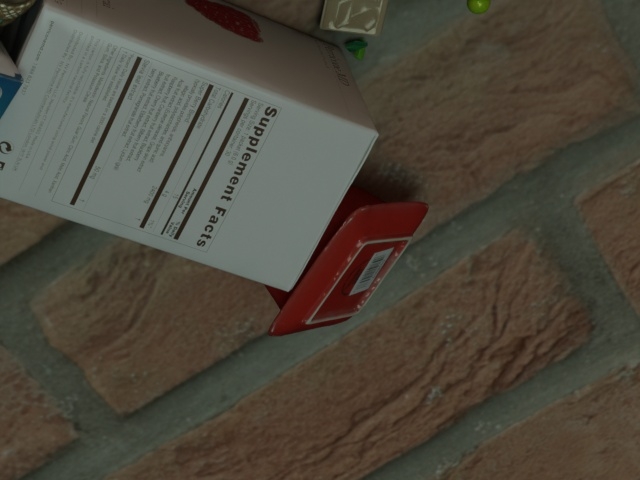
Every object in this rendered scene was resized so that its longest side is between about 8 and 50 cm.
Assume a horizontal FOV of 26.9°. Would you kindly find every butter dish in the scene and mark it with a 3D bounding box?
[{"bbox_3d":[0.000,0.000,1.286,0.160,0.118,0.160,-56,156,21],"label":"butter dish"}]

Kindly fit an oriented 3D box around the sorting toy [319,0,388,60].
[{"bbox_3d":[0.029,-0.204,1.216,0.062,0.012,0.083,3,118,-19],"label":"sorting toy"}]

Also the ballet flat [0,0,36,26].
[{"bbox_3d":[-0.251,-0.256,1.042,0.073,0.206,0.067,13,151,-24],"label":"ballet flat"}]

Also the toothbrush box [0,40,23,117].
[{"bbox_3d":[-0.390,-0.089,1.069,0.126,0.216,0.295,13,123,-45],"label":"toothbrush box"}]

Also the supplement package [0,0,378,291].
[{"bbox_3d":[-0.129,-0.110,1.146,0.293,0.177,0.175,19,116,-22],"label":"supplement package"}]

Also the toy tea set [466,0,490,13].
[{"bbox_3d":[0.076,-0.337,1.032,0.200,0.124,0.336,14,122,18],"label":"toy tea set"}]
